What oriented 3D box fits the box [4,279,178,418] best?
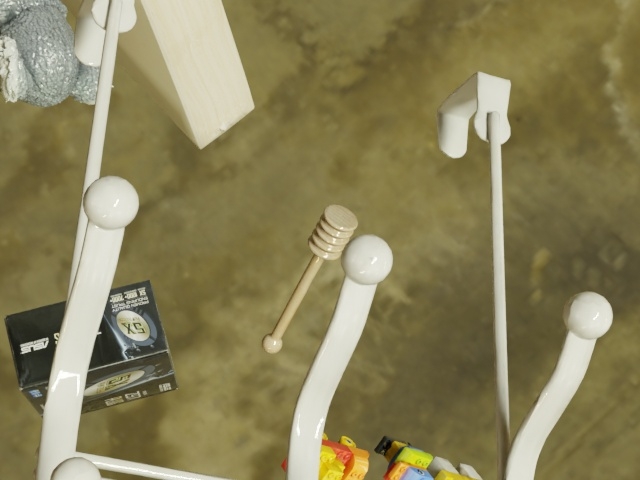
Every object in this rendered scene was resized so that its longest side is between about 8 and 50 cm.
[{"bbox_3d":[-0.228,0.117,1.400,0.147,0.078,0.180,-14,163,-8],"label":"box"}]

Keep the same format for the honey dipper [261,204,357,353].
[{"bbox_3d":[-0.016,0.037,1.147,0.030,0.030,0.161,3,134,-33],"label":"honey dipper"}]

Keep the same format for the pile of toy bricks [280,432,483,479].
[{"bbox_3d":[0.056,0.224,1.060,0.212,0.105,0.118,21,109,-40],"label":"pile of toy bricks"}]

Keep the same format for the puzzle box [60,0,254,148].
[{"bbox_3d":[-0.167,-0.247,0.795,0.052,0.272,0.409,-38,157,-11],"label":"puzzle box"}]

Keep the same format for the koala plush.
[{"bbox_3d":[-0.356,-0.253,1.641,0.203,0.221,0.196,-38,158,27],"label":"koala plush"}]

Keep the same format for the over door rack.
[{"bbox_3d":[0.000,0.000,0.630,0.239,0.324,0.108,14,137,-19],"label":"over door rack"}]
